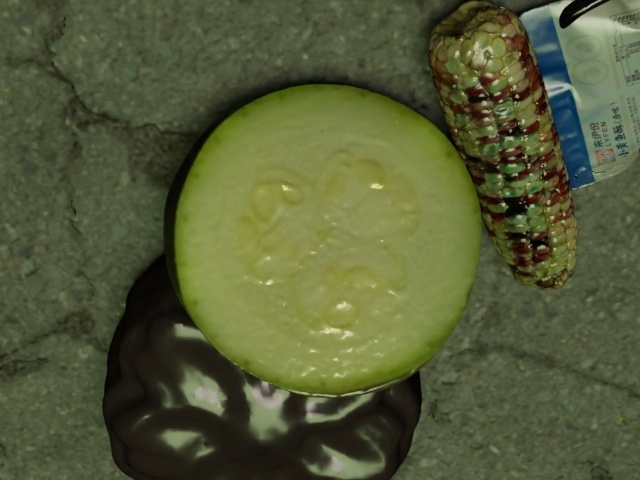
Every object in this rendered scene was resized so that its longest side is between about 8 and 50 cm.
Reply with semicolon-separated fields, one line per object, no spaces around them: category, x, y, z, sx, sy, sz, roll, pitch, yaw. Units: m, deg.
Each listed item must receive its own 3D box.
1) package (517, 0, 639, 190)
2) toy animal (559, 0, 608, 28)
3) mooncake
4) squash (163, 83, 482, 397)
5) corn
package;0.259;-0.133;1.111;0.173;0.027;0.171;-16;121;9
toy animal;0.251;-0.324;0.971;0.195;0.090;0.324;-6;109;11
mooncake;-0.050;0.130;1.193;0.282;0.141;0.283;0;116;-1
squash;0.000;0.000;1.090;0.252;0.049;0.252;1;79;-4
corn;0.153;-0.072;1.111;0.086;0.086;0.253;-18;120;10
